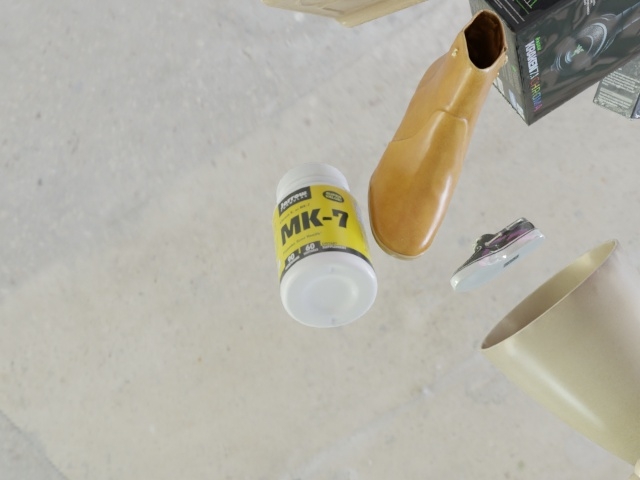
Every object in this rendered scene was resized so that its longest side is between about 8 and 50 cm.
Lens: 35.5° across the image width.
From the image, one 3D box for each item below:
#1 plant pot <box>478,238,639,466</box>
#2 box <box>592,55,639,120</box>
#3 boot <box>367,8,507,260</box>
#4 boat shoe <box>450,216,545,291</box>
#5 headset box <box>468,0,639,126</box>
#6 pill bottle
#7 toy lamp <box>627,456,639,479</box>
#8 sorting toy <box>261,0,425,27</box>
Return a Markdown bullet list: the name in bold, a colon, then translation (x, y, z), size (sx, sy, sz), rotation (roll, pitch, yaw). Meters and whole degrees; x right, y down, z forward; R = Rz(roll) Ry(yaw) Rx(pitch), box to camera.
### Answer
- **plant pot**: translation (0.415, 0.183, 1.450), size (0.256, 0.256, 0.274), rotation (-40, 87, 8)
- **box**: translation (0.597, -0.308, 1.819), size (0.156, 0.093, 0.158), rotation (-6, 120, -41)
- **boot**: translation (0.149, -0.139, 1.247), size (0.104, 0.295, 0.211), rotation (21, 144, -6)
- **boat shoe**: translation (0.330, 0.026, 1.936), size (0.219, 0.070, 0.078), rotation (-28, 152, -22)
- **headset box**: translation (0.370, -0.338, 1.430), size (0.283, 0.131, 0.246), rotation (-32, 151, -1)
- **pill bottle**: translation (0.000, 0.000, 1.277), size (0.119, 0.208, 0.119), rotation (-4, 130, -5)
- **toy lamp**: translation (0.363, 0.273, 1.124), size (0.080, 0.080, 0.275), rotation (25, 97, -18)
- **sorting toy**: translation (0.055, -0.313, 1.201), size (0.193, 0.208, 0.038), rotation (-14, 84, 30)
